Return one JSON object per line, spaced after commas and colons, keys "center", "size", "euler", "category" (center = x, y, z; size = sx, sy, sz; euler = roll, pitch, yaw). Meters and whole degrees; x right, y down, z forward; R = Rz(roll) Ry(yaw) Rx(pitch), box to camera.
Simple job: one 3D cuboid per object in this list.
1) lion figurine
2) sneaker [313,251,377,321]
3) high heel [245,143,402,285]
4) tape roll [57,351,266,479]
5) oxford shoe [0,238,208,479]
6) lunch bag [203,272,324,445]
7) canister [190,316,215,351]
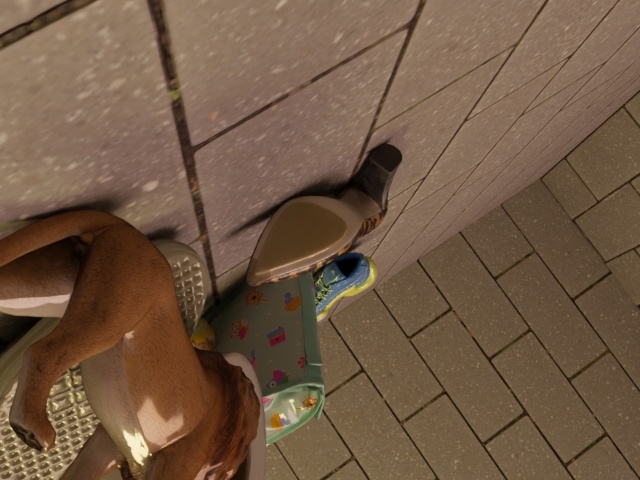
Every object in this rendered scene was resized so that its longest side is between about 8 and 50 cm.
{"center": [-0.152, 0.101, 0.623], "size": [0.240, 0.142, 0.392], "euler": [-51, 148, -41], "category": "lion figurine"}
{"center": [0.004, 0.093, 1.638], "size": [0.240, 0.091, 0.126], "euler": [-34, 153, -3], "category": "sneaker"}
{"center": [0.000, 0.000, 1.008], "size": [0.261, 0.093, 0.186], "euler": [-41, 168, -22], "category": "high heel"}
{"center": [-0.180, 0.255, 0.924], "size": [0.169, 0.246, 0.246], "euler": [-3, 179, 15], "category": "tape roll"}
{"center": [-0.291, 0.160, 0.769], "size": [0.449, 0.130, 0.169], "euler": [-49, 139, 5], "category": "oxford shoe"}
{"center": [-0.088, 0.190, 1.226], "size": [0.160, 0.223, 0.262], "euler": [27, 130, -33], "category": "lunch bag"}
{"center": [-0.235, 0.167, 1.132], "size": [0.126, 0.073, 0.170], "euler": [-36, 173, 11], "category": "canister"}
